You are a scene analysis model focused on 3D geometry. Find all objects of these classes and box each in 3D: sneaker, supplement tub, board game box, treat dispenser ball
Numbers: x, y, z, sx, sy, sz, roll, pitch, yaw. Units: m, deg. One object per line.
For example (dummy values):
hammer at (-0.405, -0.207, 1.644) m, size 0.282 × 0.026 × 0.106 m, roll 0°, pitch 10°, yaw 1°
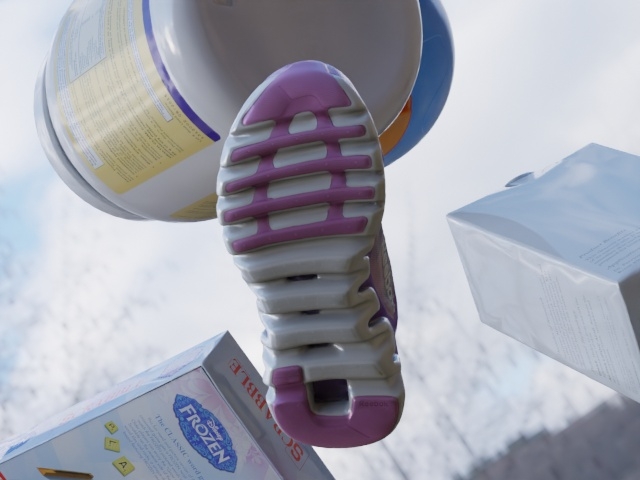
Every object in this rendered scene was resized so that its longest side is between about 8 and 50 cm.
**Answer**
sneaker at (0.000, 0.000, 1.094) m, size 0.095 × 0.236 × 0.104 m, roll -3°, pitch 28°, yaw 9°
supplement tub at (-0.091, -0.149, 1.606) m, size 0.241 × 0.241 × 0.331 m, roll -22°, pitch 0°, yaw -32°
board game box at (-0.120, 0.274, 1.697) m, size 0.318 × 0.318 × 0.066 m, roll -26°, pitch 16°, yaw 32°
treat dispenser ball at (0.015, -0.216, 2.215) m, size 0.288 × 0.288 × 0.288 m, roll -30°, pitch -19°, yaw -12°

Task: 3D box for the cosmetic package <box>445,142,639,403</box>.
cosmetic package at (0.323, 0.026, 2.024) m, size 0.217 × 0.156 × 0.385 m, roll -25°, pitch 18°, yaw -15°
